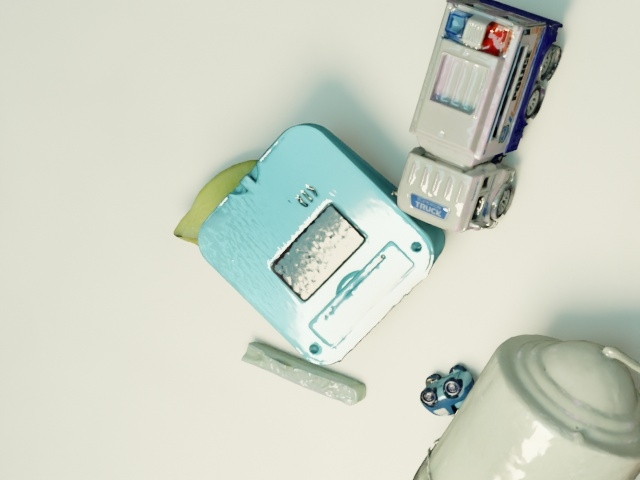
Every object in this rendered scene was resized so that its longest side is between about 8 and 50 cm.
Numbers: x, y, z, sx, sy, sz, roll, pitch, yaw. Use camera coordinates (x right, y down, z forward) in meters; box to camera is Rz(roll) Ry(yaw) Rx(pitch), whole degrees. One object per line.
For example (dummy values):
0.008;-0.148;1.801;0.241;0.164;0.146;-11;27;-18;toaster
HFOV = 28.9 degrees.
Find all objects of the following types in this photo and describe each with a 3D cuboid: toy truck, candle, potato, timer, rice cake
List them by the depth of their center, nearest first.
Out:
0.254;0.240;1.431;0.221;0.221;0.342;36;117;18;candle
0.173;-0.140;1.443;0.124;0.155;0.268;23;110;22;toy truck
0.000;0.000;1.559;0.250;0.091;0.232;44;111;-1;timer
0.171;0.210;1.573;0.073;0.056;0.090;-23;101;24;toy truck
-0.025;0.180;1.674;0.180;0.042;0.030;20;105;23;rice cake
-0.108;-0.042;1.675;0.149;0.081;0.120;7;76;40;potato
